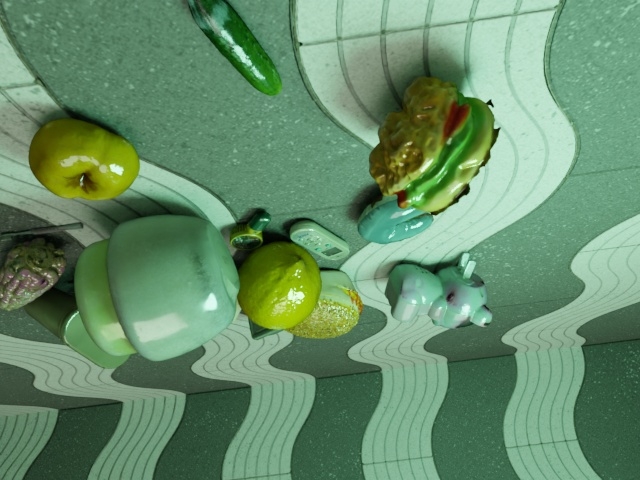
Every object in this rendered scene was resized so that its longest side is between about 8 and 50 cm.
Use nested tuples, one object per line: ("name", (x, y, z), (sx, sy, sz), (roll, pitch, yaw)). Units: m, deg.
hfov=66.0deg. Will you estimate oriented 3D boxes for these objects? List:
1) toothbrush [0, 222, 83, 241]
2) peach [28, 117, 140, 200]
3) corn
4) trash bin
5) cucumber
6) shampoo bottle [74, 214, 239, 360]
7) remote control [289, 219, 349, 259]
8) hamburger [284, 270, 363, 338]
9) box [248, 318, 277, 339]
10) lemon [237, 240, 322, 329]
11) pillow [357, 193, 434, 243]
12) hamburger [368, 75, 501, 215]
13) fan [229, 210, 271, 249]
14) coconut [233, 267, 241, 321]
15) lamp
("toothbrush", (-0.647, -0.020, 1.141), (0.194, 0.017, 0.014), (-10, 159, 0))
("peach", (-0.414, -0.136, 0.870), (0.179, 0.103, 0.179), (-5, 150, -3))
("corn", (-0.744, 0.100, 1.240), (0.126, 0.127, 0.335), (16, 148, -37))
("trash bin", (-0.685, 0.239, 1.390), (0.247, 0.121, 0.243), (15, 150, 34))
("cucumber", (-0.121, -0.280, 0.705), (0.056, 0.056, 0.250), (-18, 152, 21))
("shampoo bottle", (-0.351, 0.102, 1.110), (0.317, 0.323, 0.322), (-12, 153, -3))
("remote control", (0.000, 0.000, 1.300), (0.078, 0.042, 0.221), (-23, 150, 27))
("hamburger", (-0.008, 0.212, 1.559), (0.294, 0.179, 0.276), (-3, 150, -6))
("box", (-0.167, 0.269, 1.716), (0.092, 0.124, 0.172), (6, 154, -44))
("lemon", (-0.111, 0.119, 1.298), (0.235, 0.236, 0.263), (-9, 148, 4))
("pillow", (0.198, -0.056, 1.190), (0.214, 0.086, 0.233), (-5, 156, -14))
("hamburger", (0.171, -0.162, 0.835), (0.148, 0.237, 0.237), (23, 145, -15))
("fan", (-0.167, -0.027, 1.210), (0.082, 0.039, 0.155), (12, 147, -31))
("coconut", (-0.278, 0.147, 1.413), (0.147, 0.153, 0.147), (23, 168, 5))
("lamp", (0.373, 0.147, 1.531), (0.301, 0.247, 0.248), (10, 111, -9))
